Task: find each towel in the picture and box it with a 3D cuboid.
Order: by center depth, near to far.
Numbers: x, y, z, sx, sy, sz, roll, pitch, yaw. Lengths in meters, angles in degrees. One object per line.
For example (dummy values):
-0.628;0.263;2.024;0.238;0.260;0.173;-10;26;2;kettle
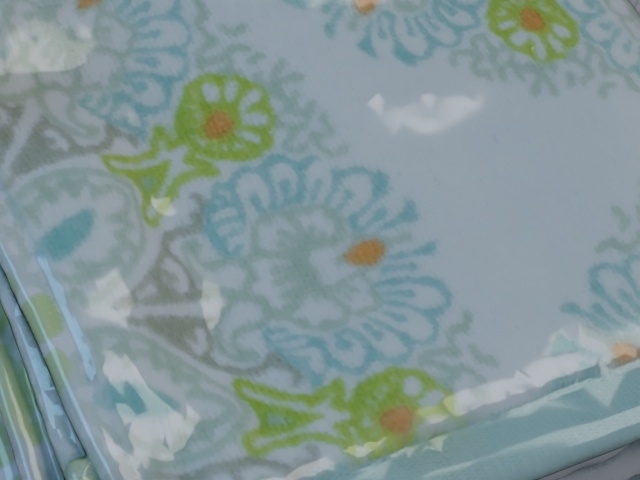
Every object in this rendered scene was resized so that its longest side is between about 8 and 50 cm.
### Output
0.005;-0.027;0.803;0.374;0.090;0.320;-13;63;-31;towel
